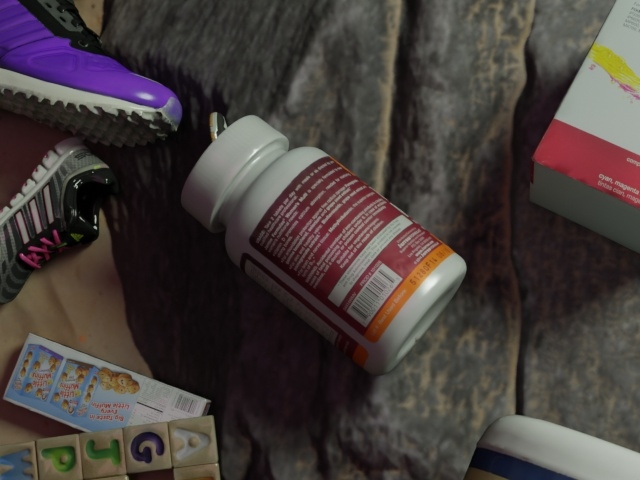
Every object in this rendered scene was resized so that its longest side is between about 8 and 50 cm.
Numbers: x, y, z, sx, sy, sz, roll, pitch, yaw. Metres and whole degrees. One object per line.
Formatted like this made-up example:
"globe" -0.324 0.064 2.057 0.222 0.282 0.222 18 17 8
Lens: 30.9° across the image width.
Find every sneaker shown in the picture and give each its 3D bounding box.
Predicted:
"sneaker" -0.076 -0.079 1.047 0.037 0.032 0.083 -18 83 0
"sneaker" -0.253 -0.186 1.068 0.293 0.102 0.146 16 79 14
"sneaker" -0.241 -0.010 1.040 0.075 0.063 0.170 28 78 22

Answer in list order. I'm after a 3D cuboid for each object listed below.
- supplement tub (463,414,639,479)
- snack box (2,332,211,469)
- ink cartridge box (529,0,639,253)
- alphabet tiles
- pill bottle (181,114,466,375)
"supplement tub" 0.166 0.303 0.796 0.228 0.228 0.316 21 80 15
"snack box" -0.188 0.140 1.013 0.178 0.022 0.064 18 82 15
"ink cartridge box" 0.263 -0.096 0.932 0.127 0.128 0.176 27 83 16
"alphabet tiles" -0.171 0.277 0.969 0.198 0.009 0.237 -9 80 8
"pill bottle" 0.000 0.000 0.954 0.221 0.121 0.121 39 86 12
